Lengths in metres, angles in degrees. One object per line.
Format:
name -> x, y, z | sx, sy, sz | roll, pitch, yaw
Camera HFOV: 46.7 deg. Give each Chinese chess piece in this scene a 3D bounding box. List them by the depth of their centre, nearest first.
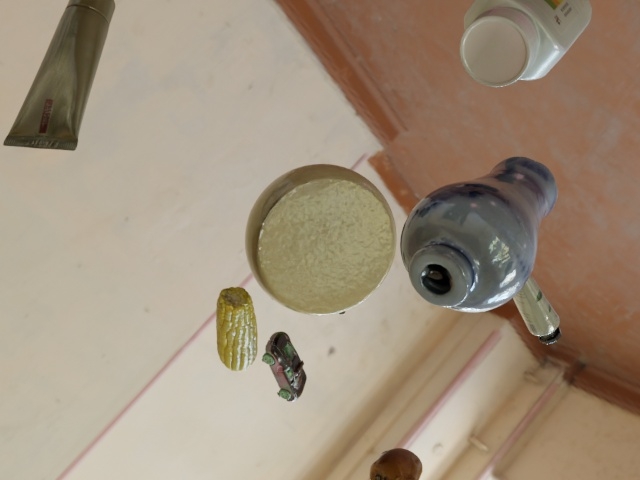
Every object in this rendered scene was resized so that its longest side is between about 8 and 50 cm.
Chinese chess piece -> 0.000, 0.000, 1.295 | 0.273, 0.273, 0.102 | 47, 180, -21

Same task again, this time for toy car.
toy car -> -0.060, 0.237, 1.389 | 0.055, 0.069, 0.142 | -9, 116, 28

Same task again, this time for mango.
mango -> 0.121, 0.367, 1.167 | 0.077, 0.063, 0.127 | 34, -162, 22

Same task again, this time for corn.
corn -> -0.131, 0.142, 1.164 | 0.067, 0.067, 0.206 | 37, 148, 23

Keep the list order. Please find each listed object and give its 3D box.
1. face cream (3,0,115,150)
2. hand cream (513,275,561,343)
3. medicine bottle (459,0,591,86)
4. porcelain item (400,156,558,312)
face cream -> -0.455, -0.309, 1.341 | 0.137, 0.341, 0.084 | 5, 155, 9
hand cream -> 0.305, 0.064, 1.131 | 0.234, 0.050, 0.080 | 55, -176, -24
medicine bottle -> 0.317, -0.341, 1.158 | 0.161, 0.296, 0.111 | 41, 135, 5
porcelain item -> 0.182, -0.012, 0.819 | 0.141, 0.259, 0.141 | 17, 122, 29
